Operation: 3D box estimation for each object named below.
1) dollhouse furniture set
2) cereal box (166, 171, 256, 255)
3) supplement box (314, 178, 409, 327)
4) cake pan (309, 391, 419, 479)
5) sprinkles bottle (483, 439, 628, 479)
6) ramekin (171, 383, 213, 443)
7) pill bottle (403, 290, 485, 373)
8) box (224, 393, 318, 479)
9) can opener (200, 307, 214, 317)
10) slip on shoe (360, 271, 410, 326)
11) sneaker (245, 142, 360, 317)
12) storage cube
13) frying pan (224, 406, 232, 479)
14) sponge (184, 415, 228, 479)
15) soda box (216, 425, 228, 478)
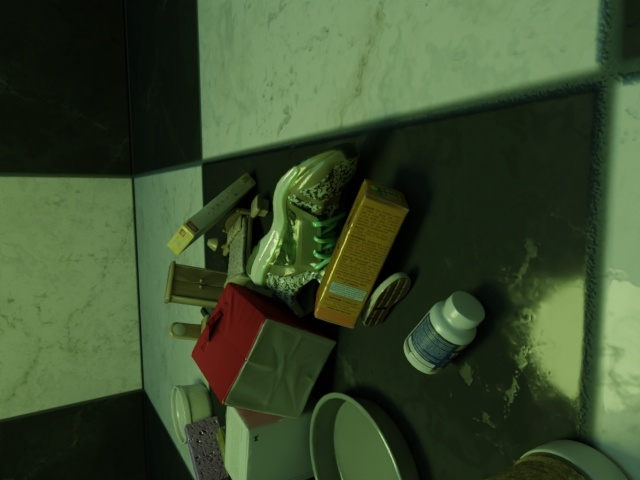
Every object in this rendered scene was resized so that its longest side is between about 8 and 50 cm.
[{"bbox_3d":[-0.280,0.081,1.162,0.355,0.174,0.303,-43,42,51],"label":"dollhouse furniture set"},{"bbox_3d":[-0.287,-0.069,1.187,0.047,0.240,0.173,48,145,-7],"label":"cereal box"},{"bbox_3d":[0.062,0.025,0.727,0.078,0.080,0.233,-82,10,-63],"label":"supplement box"},{"bbox_3d":[0.075,0.420,0.812,0.293,0.054,0.293,9,101,57],"label":"cake pan"},{"bbox_3d":[0.144,0.291,0.400,0.121,0.355,0.121,11,103,57],"label":"sprinkles bottle"},{"bbox_3d":[-0.477,0.636,1.673,0.207,0.109,0.207,12,104,57],"label":"ramekin"},{"bbox_3d":[0.170,0.125,0.615,0.067,0.067,0.120,61,141,34],"label":"pill bottle"},{"bbox_3d":[-0.102,0.429,0.978,0.119,0.181,0.182,26,115,55],"label":"box"},{"bbox_3d":[-0.343,0.265,1.429,0.283,0.095,0.076,31,118,53],"label":"can opener"},{"bbox_3d":[0.102,0.090,0.742,0.135,0.051,0.041,112,152,-44],"label":"slip on shoe"},{"bbox_3d":[0.000,0.000,0.841,0.182,0.158,0.410,49,139,20],"label":"sneaker"},{"bbox_3d":[-0.121,0.224,0.923,0.193,0.215,0.183,25,88,54],"label":"storage cube"},{"bbox_3d":[-0.249,0.554,1.298,0.326,0.053,0.197,-61,38,20],"label":"frying pan"},{"bbox_3d":[-0.378,0.711,1.514,0.210,0.117,0.031,60,138,35],"label":"sponge"},{"bbox_3d":[-0.263,0.661,1.376,0.181,0.061,0.058,62,140,34],"label":"soda box"}]
